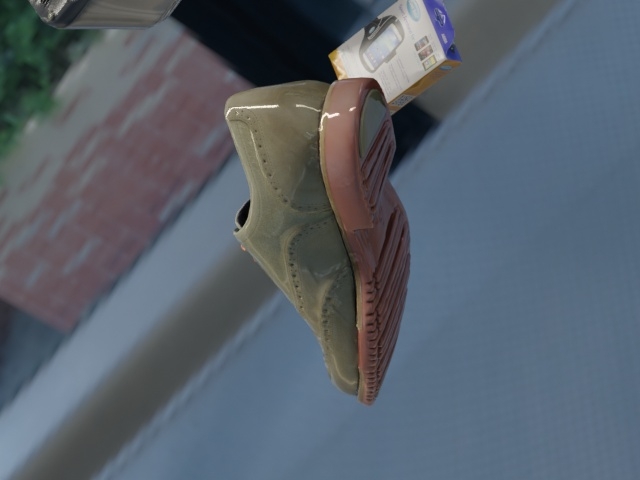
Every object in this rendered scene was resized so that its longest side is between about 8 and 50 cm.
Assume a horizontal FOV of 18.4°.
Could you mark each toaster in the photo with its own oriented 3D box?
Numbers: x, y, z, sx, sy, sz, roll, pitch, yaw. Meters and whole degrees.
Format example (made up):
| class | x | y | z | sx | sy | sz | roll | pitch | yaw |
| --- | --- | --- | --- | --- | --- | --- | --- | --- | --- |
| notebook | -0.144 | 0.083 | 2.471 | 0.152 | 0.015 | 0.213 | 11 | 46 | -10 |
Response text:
| class | x | y | z | sx | sy | sz | roll | pitch | yaw |
| --- | --- | --- | --- | --- | --- | --- | --- | --- | --- |
| toaster | -0.198 | -0.312 | 1.997 | 0.129 | 0.146 | 0.227 | 51 | 121 | 30 |

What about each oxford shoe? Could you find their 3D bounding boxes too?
| class | x | y | z | sx | sy | sz | roll | pitch | yaw |
| --- | --- | --- | --- | --- | --- | --- | --- | --- | --- |
| oxford shoe | 0.000 | 0.000 | 1.871 | 0.140 | 0.147 | 0.397 | -69 | -21 | -45 |

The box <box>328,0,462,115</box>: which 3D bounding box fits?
| class | x | y | z | sx | sy | sz | roll | pitch | yaw |
| --- | --- | --- | --- | --- | --- | --- | --- | --- | --- |
| box | 0.073 | -0.171 | 1.815 | 0.136 | 0.028 | 0.081 | -34 | 66 | 33 |
